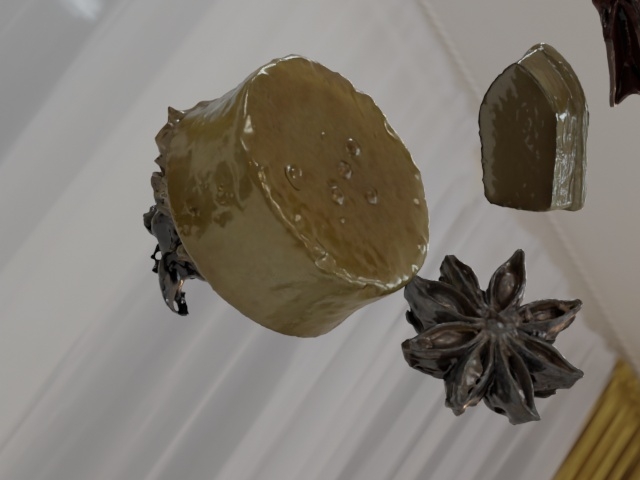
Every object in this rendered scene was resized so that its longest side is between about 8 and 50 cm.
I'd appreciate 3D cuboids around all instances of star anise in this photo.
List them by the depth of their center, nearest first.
[{"bbox_3d":[0.205,0.123,1.702,0.223,0.236,0.109,7,-33,-2],"label":"star anise"}]

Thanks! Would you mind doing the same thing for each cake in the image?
[{"bbox_3d":[-0.078,-0.022,1.685,0.332,0.332,0.321,42,-49,-22],"label":"cake"}]

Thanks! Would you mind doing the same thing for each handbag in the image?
[{"bbox_3d":[0.454,-0.363,2.090,0.084,0.260,0.275,-7,-19,15],"label":"handbag"}]

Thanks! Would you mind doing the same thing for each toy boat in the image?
[{"bbox_3d":[0.235,-0.123,1.542,0.116,0.061,0.188,11,-69,45],"label":"toy boat"}]
